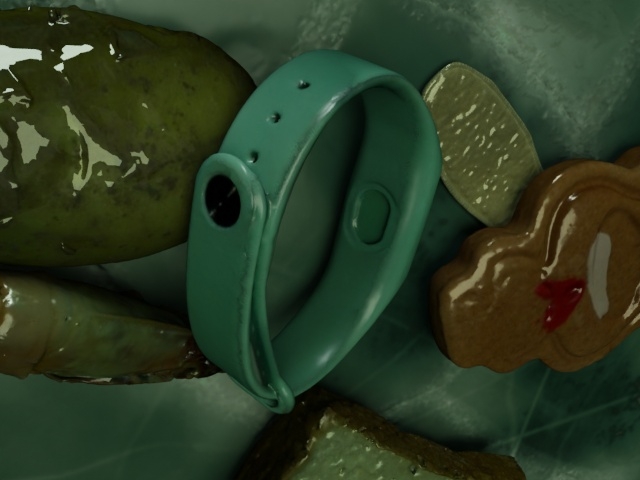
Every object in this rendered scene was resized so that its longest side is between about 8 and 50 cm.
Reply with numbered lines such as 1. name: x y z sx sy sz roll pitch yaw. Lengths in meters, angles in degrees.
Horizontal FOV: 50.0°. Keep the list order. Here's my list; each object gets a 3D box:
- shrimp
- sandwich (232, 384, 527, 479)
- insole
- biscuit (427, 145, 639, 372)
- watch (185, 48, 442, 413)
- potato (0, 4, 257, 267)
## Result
1. shrimp: -0.163 0.068 0.449 0.267 0.061 0.145 8 153 -44
2. sandwich: 0.034 0.253 0.604 0.251 0.087 0.226 28 98 -25
3. insole: 0.157 -0.042 0.568 0.081 0.011 0.248 -44 120 1
4. biscuit: 0.247 0.018 0.598 0.334 0.047 0.201 -19 117 -15
5. watch: 0.000 0.000 0.445 0.195 0.068 0.237 -19 132 -51
6. potato: -0.145 -0.057 0.396 0.251 0.113 0.149 -12 109 -29
